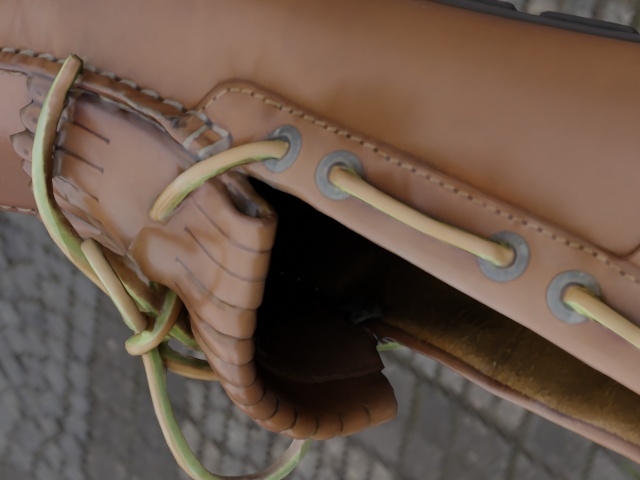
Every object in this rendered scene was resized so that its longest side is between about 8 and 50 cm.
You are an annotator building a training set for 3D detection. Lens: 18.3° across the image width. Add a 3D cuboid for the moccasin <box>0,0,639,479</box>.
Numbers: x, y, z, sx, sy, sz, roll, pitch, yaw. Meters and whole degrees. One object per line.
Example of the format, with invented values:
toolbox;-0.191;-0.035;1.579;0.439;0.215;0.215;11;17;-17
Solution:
moccasin;0.001;0.001;0.600;0.380;0.147;0.139;17;161;28
